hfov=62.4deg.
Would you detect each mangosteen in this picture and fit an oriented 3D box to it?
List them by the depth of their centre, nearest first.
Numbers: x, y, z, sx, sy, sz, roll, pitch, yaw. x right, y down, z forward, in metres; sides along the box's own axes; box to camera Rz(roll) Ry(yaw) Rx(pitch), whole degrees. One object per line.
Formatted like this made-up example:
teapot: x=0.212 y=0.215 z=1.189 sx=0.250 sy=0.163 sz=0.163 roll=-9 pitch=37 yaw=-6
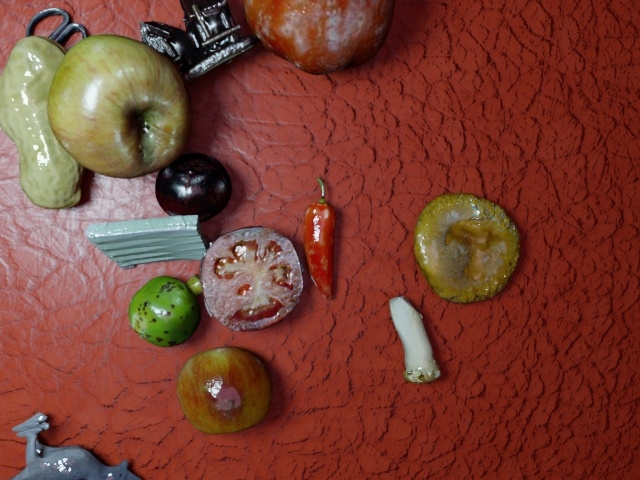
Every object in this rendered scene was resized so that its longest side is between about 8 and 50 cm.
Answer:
mangosteen: x=-0.250 y=-0.097 z=1.053 sx=0.152 sy=0.152 sz=0.152 roll=-1 pitch=95 yaw=-10

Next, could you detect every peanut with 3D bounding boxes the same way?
peanut: x=-0.522 y=-0.215 z=0.990 sx=0.148 sy=0.147 sz=0.318 roll=-2 pitch=105 yaw=-10

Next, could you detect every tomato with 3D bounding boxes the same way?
tomato: x=-0.148 y=0.075 z=1.098 sx=0.225 sy=0.085 sz=0.225 roll=-1 pitch=94 yaw=-19

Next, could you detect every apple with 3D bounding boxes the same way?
apple: x=-0.348 y=-0.230 z=0.925 sx=0.194 sy=0.261 sz=0.261 roll=35 pitch=88 yaw=33
apple: x=-0.196 y=0.309 z=1.095 sx=0.195 sy=0.160 sz=0.173 roll=-9 pitch=75 yaw=-15

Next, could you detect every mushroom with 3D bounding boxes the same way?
mushroom: x=0.206 y=0.223 z=1.191 sx=0.084 sy=0.071 sz=0.209 roll=-15 pitch=95 yaw=24

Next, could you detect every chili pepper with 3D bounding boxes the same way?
chili pepper: x=0.000 y=0.000 z=1.139 sx=0.071 sy=0.063 sz=0.272 roll=-1 pitch=98 yaw=3

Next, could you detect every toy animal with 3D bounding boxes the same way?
toy animal: x=-0.562 y=0.452 z=1.065 sx=0.367 sy=0.081 sz=0.205 roll=-6 pitch=107 yaw=-9

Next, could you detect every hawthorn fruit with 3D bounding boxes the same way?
hawthorn fruit: x=0.004 y=-0.456 z=1.007 sx=0.284 sy=0.284 sz=0.284 roll=-1 pitch=95 yaw=-10

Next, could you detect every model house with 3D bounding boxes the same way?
model house: x=-0.249 y=-0.402 z=1.021 sx=0.203 sy=0.141 sz=0.164 roll=-30 pitch=109 yaw=-3

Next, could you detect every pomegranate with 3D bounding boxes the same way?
pomegranate: x=-0.301 y=0.138 z=1.066 sx=0.169 sy=0.122 sz=0.143 roll=-33 pitch=97 yaw=-4

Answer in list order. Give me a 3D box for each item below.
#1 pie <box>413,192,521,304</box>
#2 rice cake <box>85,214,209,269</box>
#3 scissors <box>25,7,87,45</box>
pie: x=0.331 y=0.017 z=1.193 sx=0.273 sy=0.069 sz=0.273 roll=-1 pitch=94 yaw=-14
rice cake: x=-0.325 y=0.005 z=1.034 sx=0.198 sy=0.189 sz=0.037 roll=-9 pitch=67 yaw=-4
scissors: x=-0.580 y=-0.320 z=1.029 sx=0.109 sy=0.022 sz=0.300 roll=41 pitch=89 yaw=-12
